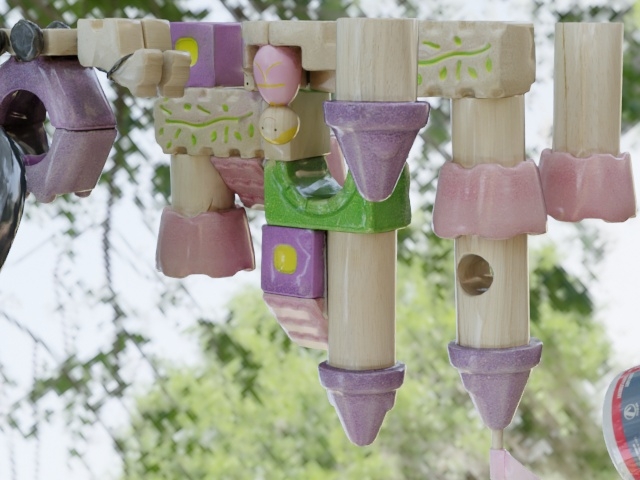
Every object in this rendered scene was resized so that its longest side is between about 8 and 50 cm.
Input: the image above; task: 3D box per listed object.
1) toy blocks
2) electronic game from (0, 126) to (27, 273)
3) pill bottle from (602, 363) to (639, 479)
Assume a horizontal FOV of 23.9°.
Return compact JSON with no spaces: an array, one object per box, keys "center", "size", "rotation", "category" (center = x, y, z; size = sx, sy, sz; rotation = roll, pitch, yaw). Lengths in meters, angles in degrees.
[{"center":[0.000,0.000,0.897],"size":[0.288,0.260,0.309],"rotation":[6,10,35],"category":"toy blocks"},{"center":[-0.225,0.025,0.646],"size":[0.229,0.229,0.048],"rotation":[-38,-54,-5],"category":"electronic game"},{"center":[0.300,0.118,1.070],"size":[0.108,0.108,0.180],"rotation":[-26,-2,-45],"category":"pill bottle"}]
